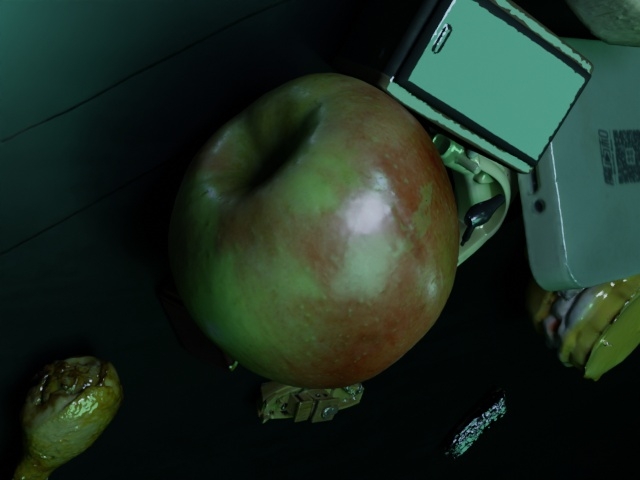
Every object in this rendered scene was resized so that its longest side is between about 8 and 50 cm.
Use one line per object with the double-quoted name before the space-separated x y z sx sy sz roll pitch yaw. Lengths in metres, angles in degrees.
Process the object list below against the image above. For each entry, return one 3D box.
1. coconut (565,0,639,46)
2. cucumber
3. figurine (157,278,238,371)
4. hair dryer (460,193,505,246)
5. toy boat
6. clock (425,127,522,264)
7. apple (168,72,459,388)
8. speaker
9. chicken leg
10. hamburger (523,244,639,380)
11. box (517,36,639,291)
"coconut" 0.452 -0.432 1.005 0.346 0.346 0.360 7 148 -47
"cucumber" 0.321 0.381 1.699 0.181 0.053 0.053 -40 139 -12
"figurine" -0.130 0.094 1.040 0.098 0.082 0.154 -54 145 -31
"hair dryer" 0.219 -0.025 1.153 0.079 0.031 0.083 -30 158 -35
"toy boat" -0.014 0.245 1.254 0.206 0.072 0.064 -2 117 -44
"clock" 0.163 -0.029 1.196 0.379 0.120 0.276 -45 143 -8
"apple" 0.000 0.000 0.890 0.319 0.319 0.277 -48 127 -7
"speaker" 0.165 -0.203 0.962 0.231 0.192 0.153 26 98 -24
"chicken leg" -0.316 0.239 0.951 0.107 0.087 0.251 22 108 -38
"hamburger" 0.495 0.091 1.518 0.276 0.237 0.276 -29 144 -24
"box" 0.435 -0.123 1.273 0.373 0.090 0.367 -7 89 -38
